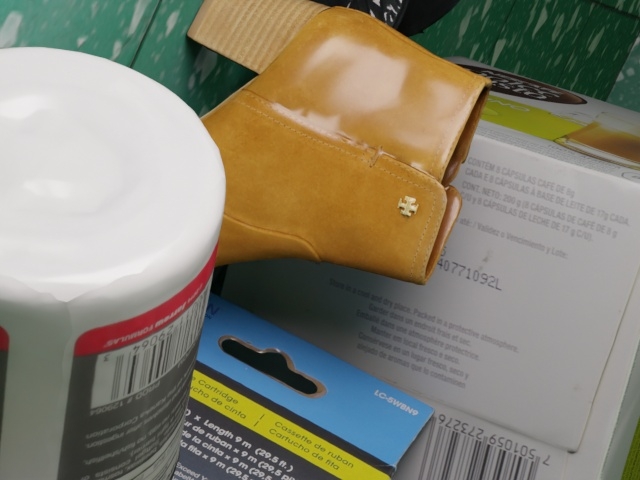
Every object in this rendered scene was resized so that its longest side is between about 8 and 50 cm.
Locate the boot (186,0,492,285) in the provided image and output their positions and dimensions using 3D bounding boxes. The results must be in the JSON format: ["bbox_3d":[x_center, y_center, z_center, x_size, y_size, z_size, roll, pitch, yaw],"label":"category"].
[{"bbox_3d":[-0.028,-0.012,1.279,0.295,0.211,0.104,-64,166,8],"label":"boot"}]

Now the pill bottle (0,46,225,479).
[{"bbox_3d":[-0.156,0.069,1.034,0.176,0.176,0.318,-50,162,-42],"label":"pill bottle"}]

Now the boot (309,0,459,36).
[{"bbox_3d":[0.049,-0.190,1.464,0.246,0.094,0.207,-66,164,-10],"label":"boot"}]

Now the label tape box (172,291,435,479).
[{"bbox_3d":[-0.103,0.185,1.318,0.333,0.241,0.106,-46,158,-50],"label":"label tape box"}]

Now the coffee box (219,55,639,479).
[{"bbox_3d":[0.146,0.060,1.541,0.334,0.338,0.338,-12,119,-59],"label":"coffee box"}]
